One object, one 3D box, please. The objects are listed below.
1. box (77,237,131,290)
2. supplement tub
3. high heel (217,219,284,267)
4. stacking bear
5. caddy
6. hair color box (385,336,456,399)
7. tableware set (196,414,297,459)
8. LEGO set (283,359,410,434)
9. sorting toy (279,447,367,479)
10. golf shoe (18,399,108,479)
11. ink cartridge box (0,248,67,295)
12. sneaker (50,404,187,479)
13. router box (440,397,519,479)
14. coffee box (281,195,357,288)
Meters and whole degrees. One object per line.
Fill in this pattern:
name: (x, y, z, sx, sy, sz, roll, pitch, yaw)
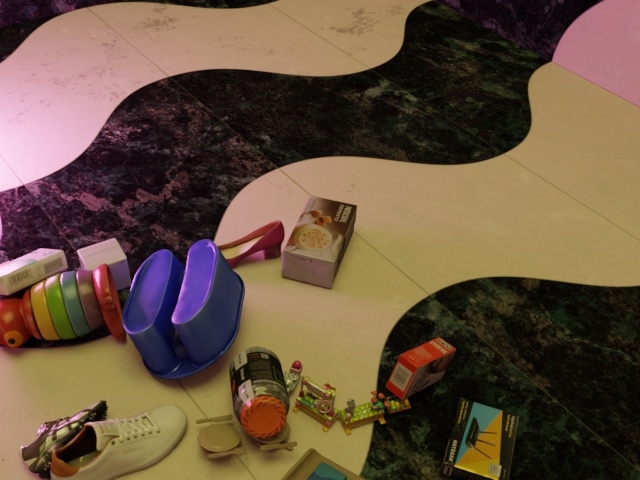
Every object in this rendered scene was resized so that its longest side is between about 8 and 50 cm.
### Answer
box: (-0.534, 0.069, 1.888, 0.102, 0.101, 0.087, -21, 47, -25)
supplement tub: (-0.128, 0.317, 1.598, 0.116, 0.117, 0.190, -3, 24, -9)
high heel: (-0.212, 0.009, 1.978, 0.244, 0.117, 0.082, -5, 42, -12)
stacking bear: (-0.612, 0.163, 1.740, 0.288, 0.175, 0.164, -15, 46, -11)
caddy: (-0.304, 0.160, 1.755, 0.241, 0.179, 0.341, -12, 39, 14)
hair color box: (0.224, 0.281, 1.687, 0.053, 0.093, 0.167, 35, 28, 28)
tableware set: (-0.157, 0.411, 1.579, 0.194, 0.039, 0.128, -4, 26, -19)
LEGO set: (0.053, 0.333, 1.638, 0.286, 0.107, 0.132, 12, 41, 8)
sorting toy: (-0.003, 0.529, 1.420, 0.229, 0.041, 0.307, 26, 35, 22)
golf shoe: (-0.521, 0.383, 1.545, 0.093, 0.077, 0.198, 25, 43, 22)
ink cartridge box: (-0.751, 0.068, 1.822, 0.224, 0.056, 0.181, 5, 22, 30)
sneaker: (-0.392, 0.395, 1.512, 0.290, 0.123, 0.106, -26, 48, -33)
router box: (0.337, 0.428, 1.604, 0.133, 0.046, 0.179, 15, 42, 11)
coffee box: (0.000, 0.000, 2.025, 0.141, 0.098, 0.246, 14, 42, 10)
